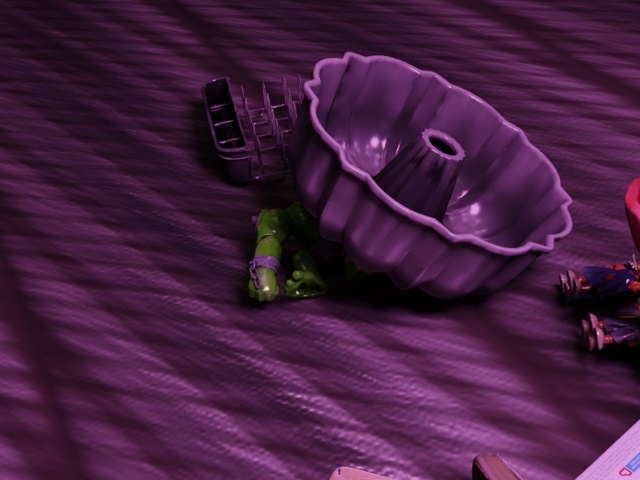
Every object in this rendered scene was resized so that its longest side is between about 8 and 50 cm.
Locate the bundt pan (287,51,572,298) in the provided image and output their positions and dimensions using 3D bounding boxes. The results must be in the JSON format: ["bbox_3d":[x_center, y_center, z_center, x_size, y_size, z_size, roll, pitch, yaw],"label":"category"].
[{"bbox_3d":[0.108,-0.062,1.040,0.331,0.124,0.331,19,37,-15],"label":"bundt pan"}]

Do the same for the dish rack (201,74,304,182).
[{"bbox_3d":[-0.021,-0.172,1.315,0.271,0.074,0.208,-12,39,-7],"label":"dish rack"}]

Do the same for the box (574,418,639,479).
[{"bbox_3d":[0.247,0.260,0.603,0.262,0.127,0.231,-32,45,-29],"label":"box"}]

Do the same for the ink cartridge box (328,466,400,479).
[{"bbox_3d":[0.017,0.302,0.606,0.088,0.193,0.234,9,40,22],"label":"ink cartridge box"}]

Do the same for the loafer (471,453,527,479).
[{"bbox_3d":[0.185,0.235,0.785,0.050,0.056,0.148,-25,51,-23],"label":"loafer"}]

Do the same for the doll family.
[{"bbox_3d":[0.320,0.064,0.966,0.111,0.076,0.193,-11,35,4],"label":"doll family"}]

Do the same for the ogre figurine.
[{"bbox_3d":[0.000,0.000,1.083,0.197,0.097,0.118,-26,58,0],"label":"ogre figurine"}]

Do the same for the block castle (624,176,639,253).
[{"bbox_3d":[0.473,0.036,0.692,0.303,0.213,0.453,-25,35,-13],"label":"block castle"}]
